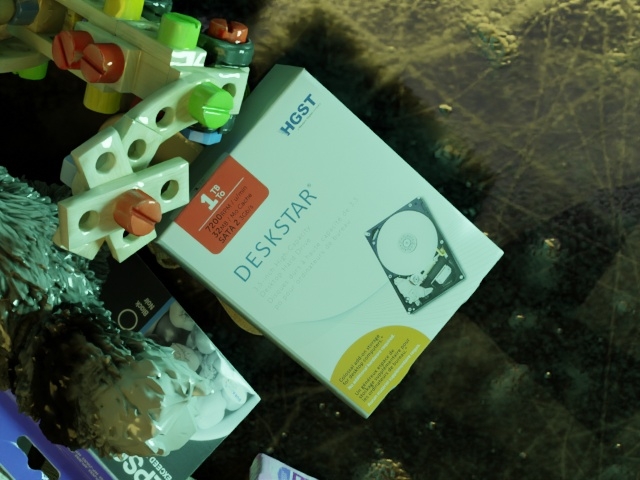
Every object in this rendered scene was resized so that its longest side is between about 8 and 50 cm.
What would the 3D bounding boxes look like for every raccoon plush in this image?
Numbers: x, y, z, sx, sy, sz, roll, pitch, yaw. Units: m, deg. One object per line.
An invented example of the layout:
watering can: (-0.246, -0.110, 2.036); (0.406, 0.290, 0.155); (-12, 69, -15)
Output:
raccoon plush: (-0.278, -0.032, 1.126); (0.446, 0.216, 0.299); (8, 145, 42)

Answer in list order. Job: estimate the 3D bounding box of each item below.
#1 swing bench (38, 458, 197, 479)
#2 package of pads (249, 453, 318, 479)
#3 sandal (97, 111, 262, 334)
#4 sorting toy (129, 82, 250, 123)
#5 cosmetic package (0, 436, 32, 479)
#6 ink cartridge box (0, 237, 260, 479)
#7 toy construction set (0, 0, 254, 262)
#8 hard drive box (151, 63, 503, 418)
swing bench: (-0.195, 0.339, 1.427); (0.253, 0.165, 0.254); (29, 116, -10)
package of pads: (-0.030, 0.239, 1.423); (0.083, 0.050, 0.032); (28, 117, -10)
sandal: (-0.105, -0.002, 1.282); (0.088, 0.079, 0.240); (-30, 112, 19)
sorting toy: (-0.112, -0.125, 1.244); (0.102, 0.042, 0.061); (-19, 131, 1)
cosmetic package: (-0.438, 0.125, 1.314); (0.365, 0.197, 0.155); (39, 115, -14)
ink cartridge box: (-0.187, 0.138, 1.315); (0.208, 0.045, 0.206); (-47, 112, -20)
toy construction set: (-0.181, -0.129, 1.115); (0.327, 0.215, 0.151); (48, 124, 30)
hard drive box: (0.000, 0.000, 1.228); (0.232, 0.089, 0.181); (40, 86, -18)
